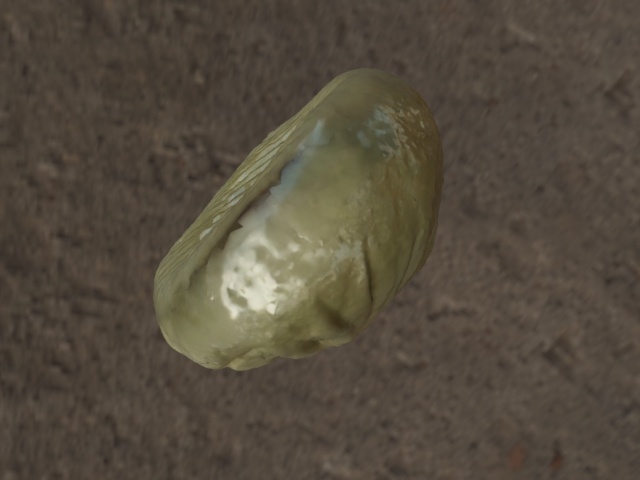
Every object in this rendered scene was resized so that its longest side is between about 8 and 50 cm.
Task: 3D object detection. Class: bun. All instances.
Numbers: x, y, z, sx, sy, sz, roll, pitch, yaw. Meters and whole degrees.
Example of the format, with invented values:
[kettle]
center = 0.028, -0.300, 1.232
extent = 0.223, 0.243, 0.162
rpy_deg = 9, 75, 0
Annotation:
[bun]
center = 0.000, 0.000, 1.190
extent = 0.127, 0.222, 0.222
rpy_deg = 40, 67, -10
